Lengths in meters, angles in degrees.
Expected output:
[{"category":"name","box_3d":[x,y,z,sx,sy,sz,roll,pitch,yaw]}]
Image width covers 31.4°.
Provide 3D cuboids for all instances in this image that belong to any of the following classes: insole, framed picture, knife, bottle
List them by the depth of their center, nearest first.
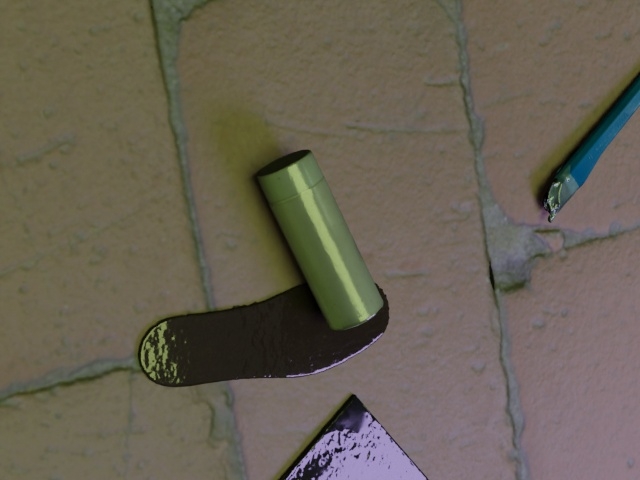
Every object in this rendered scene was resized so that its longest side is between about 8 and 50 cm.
[{"category":"bottle","box_3d":[0.000,0.000,1.297,0.072,0.072,0.201,-32,106,-25]},{"category":"insole","box_3d":[-0.056,0.110,1.316,0.328,0.007,0.111,-8,97,-30]},{"category":"framed picture","box_3d":[0.057,0.385,1.402,0.244,0.013,0.324,-47,115,-18]},{"category":"knife","box_3d":[0.384,-0.139,1.545,0.296,0.026,0.044,-48,118,-21]}]
